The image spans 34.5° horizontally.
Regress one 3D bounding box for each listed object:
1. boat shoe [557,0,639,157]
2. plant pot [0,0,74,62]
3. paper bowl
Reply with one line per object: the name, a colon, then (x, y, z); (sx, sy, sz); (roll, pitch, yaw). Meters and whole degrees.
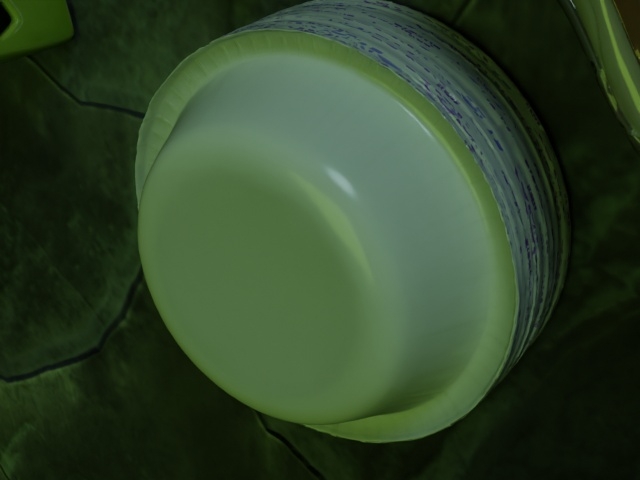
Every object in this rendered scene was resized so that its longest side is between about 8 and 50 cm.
boat shoe: (0.184, -0.117, 0.467); (0.120, 0.122, 0.324); (-36, 91, 40)
plant pot: (-0.356, -0.214, 0.761); (0.228, 0.207, 0.227); (-2, 112, 37)
paper bowl: (0.000, 0.000, 0.653); (0.284, 0.148, 0.284); (17, 122, 30)
